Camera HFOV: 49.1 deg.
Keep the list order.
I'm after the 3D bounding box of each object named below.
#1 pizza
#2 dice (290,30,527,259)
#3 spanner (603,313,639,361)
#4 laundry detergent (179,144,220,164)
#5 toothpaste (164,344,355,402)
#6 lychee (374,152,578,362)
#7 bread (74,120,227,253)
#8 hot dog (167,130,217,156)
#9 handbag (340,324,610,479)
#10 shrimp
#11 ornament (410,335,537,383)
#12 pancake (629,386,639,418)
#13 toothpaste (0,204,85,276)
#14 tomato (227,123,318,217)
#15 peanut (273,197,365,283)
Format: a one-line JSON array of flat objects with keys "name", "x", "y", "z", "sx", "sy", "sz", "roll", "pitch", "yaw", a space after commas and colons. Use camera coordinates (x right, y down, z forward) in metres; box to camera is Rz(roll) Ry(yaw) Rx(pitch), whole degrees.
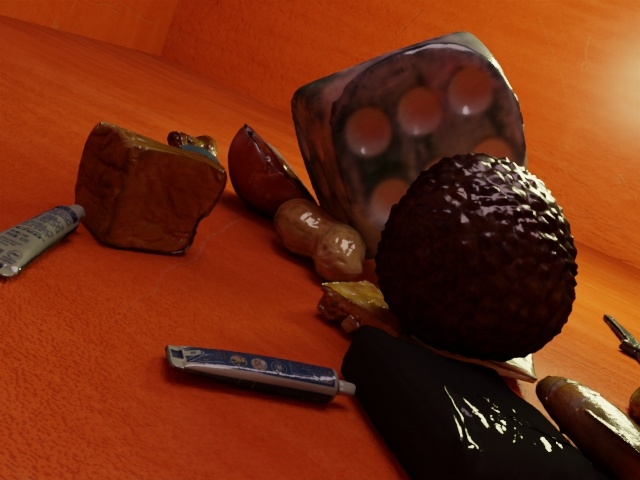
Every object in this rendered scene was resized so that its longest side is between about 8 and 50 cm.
[{"name": "pizza", "x": 0.055, "y": 0.097, "z": 0.957, "sx": 0.134, "sy": 0.046, "sz": 0.175, "roll": 22, "pitch": 13, "yaw": -7}, {"name": "dice", "x": 0.152, "y": -0.170, "z": 1.267, "sx": 0.328, "sy": 0.330, "sz": 0.348, "roll": -21, "pitch": 9, "yaw": -7}, {"name": "spanner", "x": 0.662, "y": 0.209, "z": 1.507, "sx": 0.093, "sy": 0.026, "sz": 0.325, "roll": 24, "pitch": 13, "yaw": 4}, {"name": "laundry detergent", "x": -0.235, "y": -0.129, "z": 1.342, "sx": 0.097, "sy": 0.061, "sz": 0.206, "roll": 26, "pitch": 13, "yaw": -19}, {"name": "toothpaste", "x": -0.055, "y": 0.131, "z": 0.689, "sx": 0.197, "sy": 0.034, "sz": 0.057, "roll": 14, "pitch": 7, "yaw": -19}, {"name": "lychee", "x": 0.195, "y": 0.025, "z": 0.873, "sx": 0.261, "sy": 0.260, "sz": 0.260, "roll": 21, "pitch": 14, "yaw": -5}, {"name": "bread", "x": -0.237, "y": -0.071, "z": 0.955, "sx": 0.158, "sy": 0.143, "sz": 0.149, "roll": 12, "pitch": 16, "yaw": -48}, {"name": "hot dog", "x": -0.283, "y": -0.204, "z": 1.541, "sx": 0.099, "sy": 0.065, "sz": 0.147, "roll": 4, "pitch": 22, "yaw": -25}, {"name": "handbag", "x": 0.160, "y": 0.182, "z": 0.729, "sx": 0.223, "sy": 0.080, "sz": 0.247, "roll": 16, "pitch": 15, "yaw": -26}, {"name": "shrimp", "x": 0.321, "y": 0.235, "z": 0.741, "sx": 0.152, "sy": 0.063, "sz": 0.287, "roll": 54, "pitch": -1, "yaw": -17}, {"name": "ornament", "x": 0.239, "y": 0.154, "z": 1.018, "sx": 0.201, "sy": 0.059, "sz": 0.180, "roll": 5, "pitch": 22, "yaw": -42}, {"name": "pancake", "x": 0.566, "y": 0.233, "z": 0.981, "sx": 0.245, "sy": 0.057, "sz": 0.266, "roll": -5, "pitch": -4, "yaw": 22}, {"name": "toothpaste", "x": -0.324, "y": -0.006, "z": 0.796, "sx": 0.062, "sy": 0.037, "sz": 0.216, "roll": 22, "pitch": 18, "yaw": 0}, {"name": "tomato", "x": -0.103, "y": -0.107, "z": 1.344, "sx": 0.199, "sy": 0.112, "sz": 0.228, "roll": 53, "pitch": 8, "yaw": 31}, {"name": "peanut", "x": 0.000, "y": 0.000, "z": 1.144, "sx": 0.103, "sy": 0.098, "sz": 0.229, "roll": -34, "pitch": 42, "yaw": -21}]
